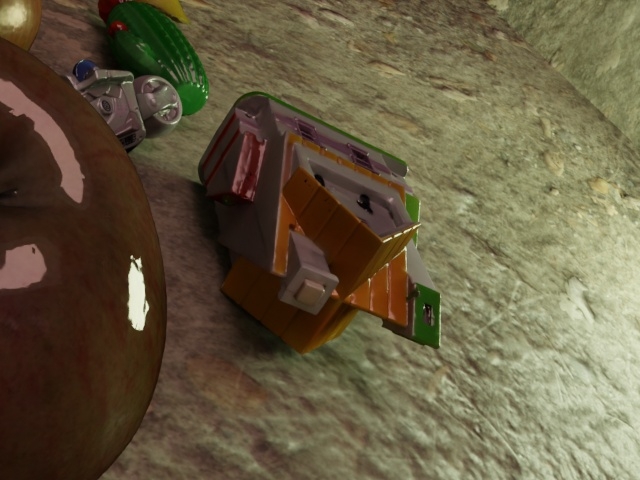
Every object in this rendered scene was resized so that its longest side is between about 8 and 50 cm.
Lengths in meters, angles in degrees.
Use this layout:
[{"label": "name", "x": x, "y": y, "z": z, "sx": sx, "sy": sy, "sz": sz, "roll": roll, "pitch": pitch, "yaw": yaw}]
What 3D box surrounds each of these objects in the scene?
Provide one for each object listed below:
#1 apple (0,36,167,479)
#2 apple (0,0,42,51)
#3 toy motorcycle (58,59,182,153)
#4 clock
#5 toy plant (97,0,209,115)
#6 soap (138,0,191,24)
[{"label": "apple", "x": -0.246, "y": 0.016, "z": 0.647, "sx": 0.345, "sy": 0.269, "sz": 0.344, "roll": 9, "pitch": 67, "yaw": -21}, {"label": "apple", "x": -0.386, "y": -0.246, "z": 1.052, "sx": 0.210, "sy": 0.164, "sz": 0.209, "roll": 29, "pitch": 24, "yaw": -14}, {"label": "toy motorcycle", "x": -0.247, "y": -0.132, "z": 1.129, "sx": 0.254, "sy": 0.112, "sz": 0.112, "roll": -7, "pitch": 51, "yaw": -52}, {"label": "clock", "x": 0.000, "y": 0.000, "z": 1.131, "sx": 0.235, "sy": 0.166, "sz": 0.309, "roll": 24, "pitch": 23, "yaw": -24}, {"label": "toy plant", "x": -0.212, "y": -0.243, "z": 1.335, "sx": 0.155, "sy": 0.088, "sz": 0.240, "roll": 35, "pitch": 15, "yaw": -31}, {"label": "soap", "x": -0.243, "y": -0.359, "z": 1.523, "sx": 0.089, "sy": 0.033, "sz": 0.168, "roll": 12, "pitch": 37, "yaw": -35}]
